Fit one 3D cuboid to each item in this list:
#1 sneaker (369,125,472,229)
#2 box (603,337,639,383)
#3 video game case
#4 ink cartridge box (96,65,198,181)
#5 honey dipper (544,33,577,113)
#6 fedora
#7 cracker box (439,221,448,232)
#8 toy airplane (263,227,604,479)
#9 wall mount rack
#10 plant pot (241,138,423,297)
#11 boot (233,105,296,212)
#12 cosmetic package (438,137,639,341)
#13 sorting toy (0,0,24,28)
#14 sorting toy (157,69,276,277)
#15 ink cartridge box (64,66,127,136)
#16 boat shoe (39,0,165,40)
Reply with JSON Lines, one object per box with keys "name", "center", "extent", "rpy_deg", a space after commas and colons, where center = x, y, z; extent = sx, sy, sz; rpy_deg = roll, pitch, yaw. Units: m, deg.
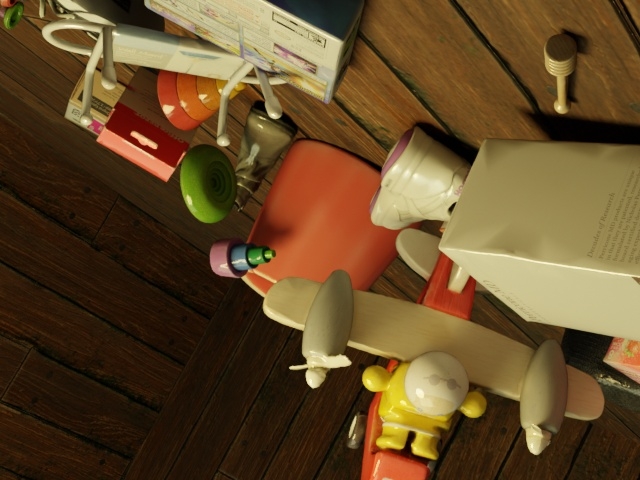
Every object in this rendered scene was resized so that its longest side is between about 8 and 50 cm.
{"name": "sneaker", "center": [0.155, -0.058, 1.625], "extent": [0.152, 0.114, 0.305], "rpy_deg": [29, 171, 5]}
{"name": "box", "center": [0.533, 0.140, 1.482], "extent": [0.142, 0.154, 0.300], "rpy_deg": [31, 169, -16]}
{"name": "video game case", "center": [-0.087, -0.278, 1.325], "extent": [0.270, 0.061, 0.244], "rpy_deg": [28, 170, 1]}
{"name": "ink cartridge box", "center": [-0.273, -0.191, 1.844], "extent": [0.134, 0.231, 0.078], "rpy_deg": [31, 129, -11]}
{"name": "honey dipper", "center": [0.238, -0.160, 1.122], "extent": [0.030, 0.030, 0.160], "rpy_deg": [26, 173, 16]}
{"name": "fedora", "center": [0.499, 0.184, 1.811], "extent": [0.334, 0.152, 0.334], "rpy_deg": [28, 171, 5]}
{"name": "cracker box", "center": [0.295, -0.006, 1.650], "extent": [0.156, 0.067, 0.232], "rpy_deg": [31, 171, -15]}
{"name": "toy airplane", "center": [0.163, 0.163, 1.587], "extent": [0.272, 0.386, 0.384], "rpy_deg": [-125, 9, -87]}
{"name": "wall mount rack", "center": [-0.188, -0.208, 1.477], "extent": [0.350, 0.130, 0.304], "rpy_deg": [7, 171, -17]}
{"name": "plant pot", "center": [0.000, 0.000, 1.924], "extent": [0.275, 0.243, 0.275], "rpy_deg": [31, 166, 9]}
{"name": "boot", "center": [-0.115, -0.125, 1.909], "extent": [0.083, 0.161, 0.246], "rpy_deg": [28, 171, 1]}
{"name": "cosmetic package", "center": [0.347, 0.009, 1.201], "extent": [0.385, 0.156, 0.217], "rpy_deg": [6, 157, 47]}
{"name": "sorting toy", "center": [-0.531, -0.409, 1.913], "extent": [0.042, 0.061, 0.102], "rpy_deg": [28, 148, 4]}
{"name": "sorting toy", "center": [-0.140, -0.119, 1.769], "extent": [0.126, 0.365, 0.127], "rpy_deg": [-7, -168, 32]}
{"name": "ink cartridge box", "center": [-0.419, -0.256, 2.318], "extent": [0.193, 0.088, 0.235], "rpy_deg": [29, 171, -12]}
{"name": "boat shoe", "center": [-0.324, -0.343, 1.501], "extent": [0.105, 0.113, 0.306], "rpy_deg": [4, 170, 24]}
